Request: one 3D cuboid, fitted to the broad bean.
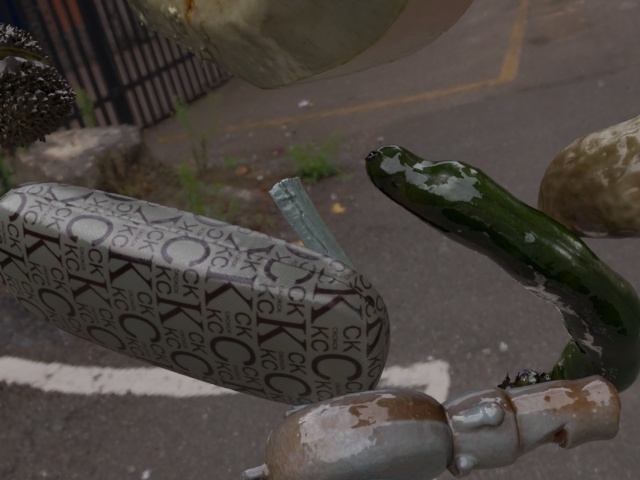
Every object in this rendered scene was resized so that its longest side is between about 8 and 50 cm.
[{"bbox_3d":[0.143,0.038,0.601,0.144,0.292,0.049,0,52,37],"label":"broad bean"}]

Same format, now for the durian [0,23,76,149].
[{"bbox_3d":[-0.447,-0.222,1.277,0.167,0.196,0.196,-30,7,40],"label":"durian"}]

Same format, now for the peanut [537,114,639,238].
[{"bbox_3d":[0.236,-0.067,0.567,0.227,0.086,0.104,-37,18,19],"label":"peanut"}]

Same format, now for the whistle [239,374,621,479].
[{"bbox_3d":[0.062,0.110,0.503,0.220,0.107,0.057,-9,63,-6],"label":"whistle"}]

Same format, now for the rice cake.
[{"bbox_3d":[0.000,0.000,1.346,0.038,0.211,0.124,-32,1,10],"label":"rice cake"}]

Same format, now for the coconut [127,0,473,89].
[{"bbox_3d":[-0.009,-0.201,0.536,0.241,0.241,0.241,-15,19,5],"label":"coconut"}]

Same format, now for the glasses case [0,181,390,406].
[{"bbox_3d":[-0.115,0.044,0.719,0.354,0.137,0.085,16,44,16],"label":"glasses case"}]
